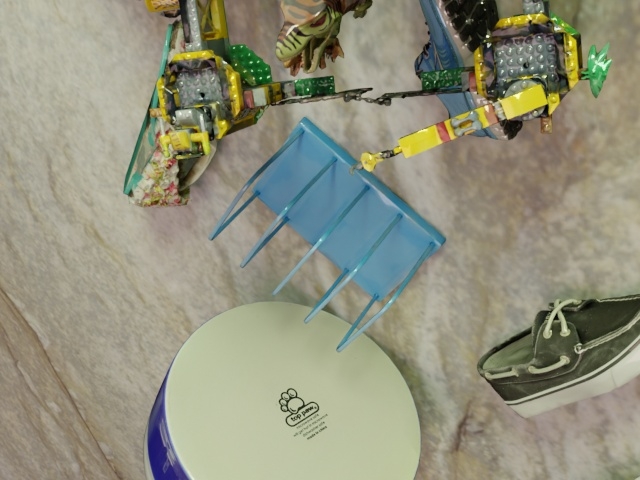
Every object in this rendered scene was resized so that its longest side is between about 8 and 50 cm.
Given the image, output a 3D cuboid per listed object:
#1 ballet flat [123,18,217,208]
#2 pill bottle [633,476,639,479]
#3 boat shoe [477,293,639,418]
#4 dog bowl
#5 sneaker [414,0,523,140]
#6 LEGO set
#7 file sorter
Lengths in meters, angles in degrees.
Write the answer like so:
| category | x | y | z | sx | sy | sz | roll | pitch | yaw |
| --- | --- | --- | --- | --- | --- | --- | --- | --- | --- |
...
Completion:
| category | x | y | z | sx | sy | sz | roll | pitch | yaw |
| --- | --- | --- | --- | --- | --- | --- | --- | --- | --- |
| ballet flat | -0.132 | -0.113 | 0.828 | 0.077 | 0.091 | 0.241 | 13 | 145 | -15 |
| pill bottle | 0.290 | 0.303 | 0.838 | 0.108 | 0.108 | 0.180 | 30 | 138 | 12 |
| boat shoe | 0.211 | 0.089 | 0.732 | 0.070 | 0.077 | 0.219 | 41 | 141 | -2 |
| dog bowl | -0.037 | 0.195 | 0.870 | 0.265 | 0.265 | 0.104 | 35 | 136 | 7 |
| sneaker | 0.091 | -0.140 | 0.634 | 0.073 | 0.063 | 0.162 | -1 | 124 | 42 |
| LEGO set | -0.001 | -0.159 | 0.499 | 0.332 | 0.192 | 0.254 | 6 | 108 | 18 |
| file sorter | 0.000 | 0.000 | 0.793 | 0.170 | 0.104 | 0.118 | 41 | 138 | 0 |
